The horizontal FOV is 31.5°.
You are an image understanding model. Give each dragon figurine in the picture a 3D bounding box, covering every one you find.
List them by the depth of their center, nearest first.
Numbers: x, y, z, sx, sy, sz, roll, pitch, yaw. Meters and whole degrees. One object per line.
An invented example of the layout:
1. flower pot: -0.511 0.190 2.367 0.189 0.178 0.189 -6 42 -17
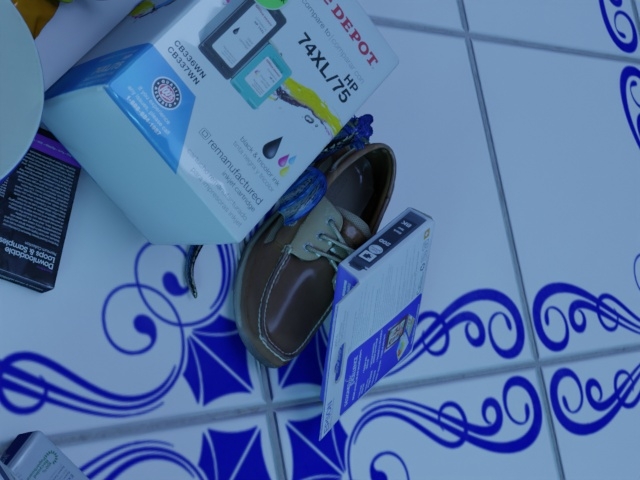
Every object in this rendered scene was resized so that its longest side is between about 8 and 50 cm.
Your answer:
1. dragon figurine: -0.053 -0.066 1.267 0.085 0.144 0.289 53 55 -19

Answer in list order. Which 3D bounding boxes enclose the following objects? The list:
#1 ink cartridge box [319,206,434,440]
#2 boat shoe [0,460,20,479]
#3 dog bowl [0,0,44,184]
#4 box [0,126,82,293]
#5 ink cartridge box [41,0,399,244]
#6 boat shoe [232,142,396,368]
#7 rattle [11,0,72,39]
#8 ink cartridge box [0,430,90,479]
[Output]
1. ink cartridge box: 0.051 0.094 1.300 0.208 0.045 0.206 -38 145 -45
2. boat shoe: -0.197 0.313 0.959 0.156 0.136 0.367 -32 103 -43
3. dog bowl: -0.385 -0.136 1.001 0.265 0.104 0.265 13 66 -31
4. box: -0.303 -0.041 1.118 0.116 0.029 0.162 24 60 -34
5. ink cartridge box: -0.104 -0.158 1.141 0.270 0.197 0.198 -50 115 -24
6. boat shoe: 0.000 0.000 1.317 0.123 0.116 0.324 40 53 -26
7. rattle: -0.225 -0.267 1.144 0.143 0.200 0.130 -63 156 -45
8. ink cartridge box: -0.255 0.328 1.026 0.224 0.045 0.223 51 50 -19
